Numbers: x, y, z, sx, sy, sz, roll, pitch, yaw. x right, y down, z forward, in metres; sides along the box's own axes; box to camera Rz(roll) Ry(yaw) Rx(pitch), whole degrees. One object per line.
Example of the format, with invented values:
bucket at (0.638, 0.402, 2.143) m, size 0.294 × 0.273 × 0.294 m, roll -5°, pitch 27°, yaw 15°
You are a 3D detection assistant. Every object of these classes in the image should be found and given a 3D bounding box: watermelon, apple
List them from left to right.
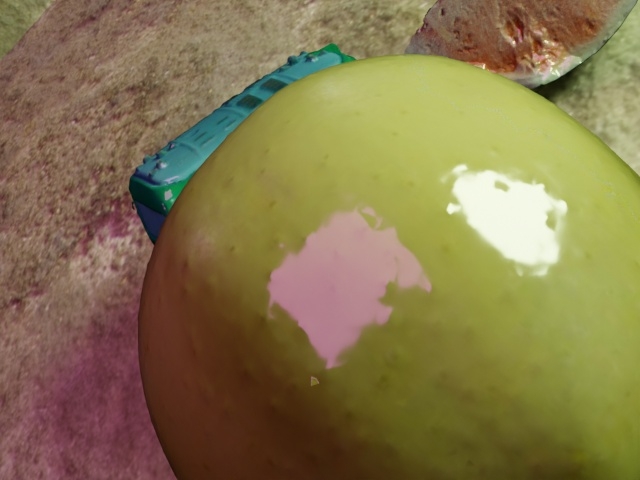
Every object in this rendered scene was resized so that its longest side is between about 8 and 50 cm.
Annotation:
apple at (0.084, 0.086, 0.669) m, size 0.474 × 0.474 × 0.473 m, roll -22°, pitch 50°, yaw 28°
watermelon at (0.259, -0.291, 0.981) m, size 0.260 × 0.176 × 0.256 m, roll 31°, pitch 91°, yaw 25°

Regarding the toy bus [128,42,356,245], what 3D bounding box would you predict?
toy bus at (-0.058, -0.085, 0.991) m, size 0.343 × 0.199 × 0.183 m, roll -39°, pitch 26°, yaw -18°
